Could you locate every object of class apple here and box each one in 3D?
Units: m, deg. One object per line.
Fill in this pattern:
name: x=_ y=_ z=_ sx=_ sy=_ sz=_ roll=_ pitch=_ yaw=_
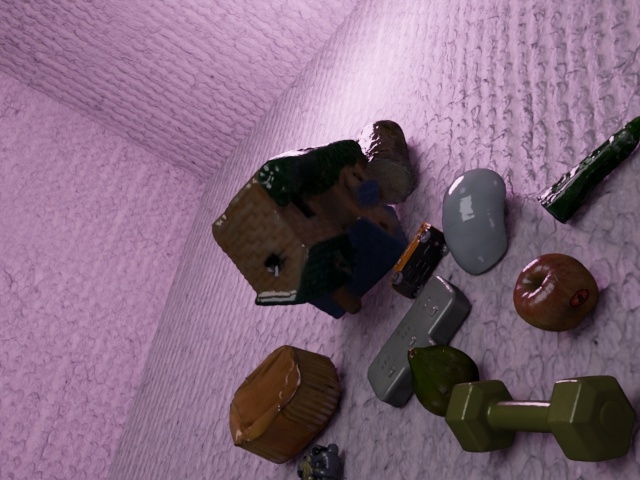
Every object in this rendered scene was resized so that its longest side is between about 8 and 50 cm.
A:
apple: x=0.367 y=0.083 z=1.229 sx=0.126 sy=0.102 sz=0.126 roll=-42 pitch=32 yaw=34

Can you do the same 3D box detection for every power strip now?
power strip: x=0.198 y=0.210 z=1.528 sx=0.265 sy=0.059 sz=0.194 roll=-57 pitch=20 yaw=10

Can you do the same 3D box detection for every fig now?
fig: x=0.198 y=0.235 z=1.357 sx=0.123 sy=0.156 sz=0.123 roll=-41 pitch=33 yaw=35

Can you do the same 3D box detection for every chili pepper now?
chili pepper: x=0.471 y=-0.130 z=1.334 sx=0.227 sy=0.059 sz=0.088 roll=-49 pitch=10 yaw=21

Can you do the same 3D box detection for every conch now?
conch: x=0.302 y=-0.041 z=1.562 sx=0.185 sy=0.121 sz=0.221 roll=97 pitch=179 yaw=-52

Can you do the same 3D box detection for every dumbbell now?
dumbbell: x=0.308 y=0.255 z=1.136 sx=0.302 sy=0.121 sz=0.108 roll=-21 pitch=73 yaw=61

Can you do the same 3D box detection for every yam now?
yam: x=0.160 y=-0.210 z=2.054 sx=0.154 sy=0.154 sz=0.254 roll=-49 pitch=26 yaw=30

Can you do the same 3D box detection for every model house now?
model house: x=0.000 y=0.000 z=1.842 sx=0.334 sy=0.343 sz=0.382 roll=-46 pitch=-16 yaw=29

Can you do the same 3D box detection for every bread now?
bread: x=-0.077 y=0.384 z=1.828 sx=0.288 sy=0.156 sz=0.204 roll=-51 pitch=30 yaw=19

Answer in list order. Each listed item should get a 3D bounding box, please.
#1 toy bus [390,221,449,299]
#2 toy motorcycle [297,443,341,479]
toy bus: x=0.212 y=0.043 z=1.700 sx=0.162 sy=0.069 sz=0.074 roll=-57 pitch=20 yaw=6
toy motorcycle: x=0.002 y=0.485 z=1.635 sx=0.124 sy=0.061 sz=0.193 roll=-56 pitch=19 yaw=7
